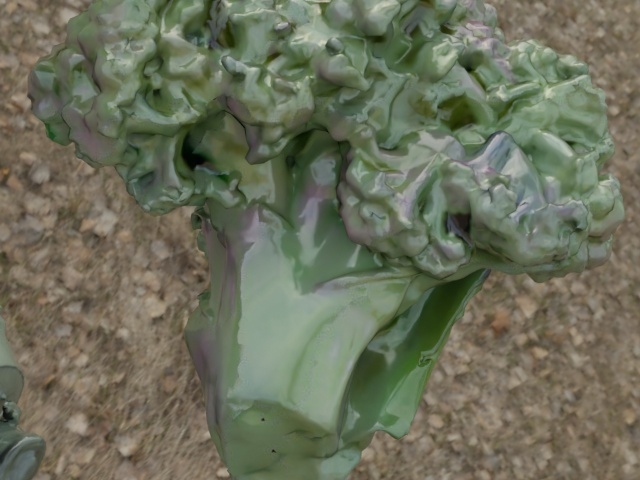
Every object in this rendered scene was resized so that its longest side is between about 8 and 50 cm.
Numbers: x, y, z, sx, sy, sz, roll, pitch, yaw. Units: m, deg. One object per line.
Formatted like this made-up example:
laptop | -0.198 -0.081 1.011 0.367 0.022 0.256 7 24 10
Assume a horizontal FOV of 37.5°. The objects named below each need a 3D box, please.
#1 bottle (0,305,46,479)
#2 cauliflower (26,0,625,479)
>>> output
bottle | -0.366 0.089 0.648 0.351 0.229 0.229 23 45 10
cauliflower | 0.000 0.000 0.430 0.256 0.239 0.316 8 70 8
